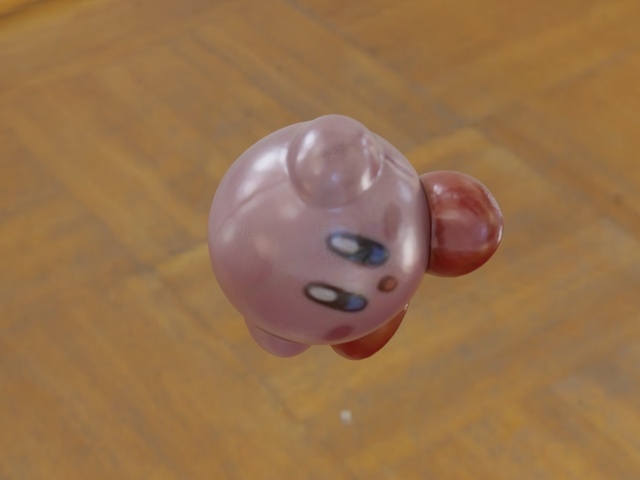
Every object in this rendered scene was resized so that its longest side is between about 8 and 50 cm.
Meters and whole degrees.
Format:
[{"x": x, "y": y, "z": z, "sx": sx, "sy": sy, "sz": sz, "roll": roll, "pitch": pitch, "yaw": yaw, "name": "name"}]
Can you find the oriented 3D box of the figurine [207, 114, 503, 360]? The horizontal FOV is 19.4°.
[{"x": 0.000, "y": 0.000, "z": 0.562, "sx": 0.071, "sy": 0.083, "sz": 0.067, "roll": 9, "pitch": 35, "yaw": -39, "name": "figurine"}]
